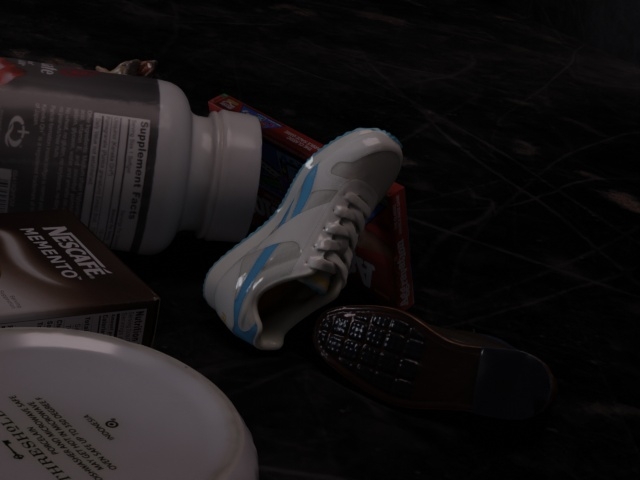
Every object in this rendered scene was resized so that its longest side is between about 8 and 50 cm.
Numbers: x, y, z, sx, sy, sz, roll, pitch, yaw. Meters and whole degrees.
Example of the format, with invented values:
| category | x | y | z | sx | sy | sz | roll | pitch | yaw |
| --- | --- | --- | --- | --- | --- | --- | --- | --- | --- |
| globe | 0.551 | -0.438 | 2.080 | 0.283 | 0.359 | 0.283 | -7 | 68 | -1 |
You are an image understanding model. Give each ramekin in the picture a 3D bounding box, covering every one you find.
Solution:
| category | x | y | z | sx | sy | sz | roll | pitch | yaw |
| --- | --- | --- | --- | --- | --- | --- | --- | --- | --- |
| ramekin | -0.158 | 0.154 | 0.730 | 0.272 | 0.127 | 0.273 | 11 | 21 | -4 |

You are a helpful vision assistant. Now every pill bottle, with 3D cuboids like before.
| category | x | y | z | sx | sy | sz | roll | pitch | yaw |
| --- | --- | --- | --- | --- | --- | --- | --- | --- | --- |
| pill bottle | -0.225 | -0.079 | 1.219 | 0.318 | 0.176 | 0.176 | 7 | 22 | -14 |

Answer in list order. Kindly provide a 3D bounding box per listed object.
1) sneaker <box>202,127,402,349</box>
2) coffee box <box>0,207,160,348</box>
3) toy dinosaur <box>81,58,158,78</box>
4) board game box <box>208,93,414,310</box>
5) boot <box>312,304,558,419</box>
| category | x | y | z | sx | sy | sz | roll | pitch | yaw |
| --- | --- | --- | --- | --- | --- | --- | --- | --- | --- |
| sneaker | 0.000 | 0.000 | 1.120 | 0.087 | 0.229 | 0.092 | 37 | 5 | -46 |
| coffee box | -0.288 | 0.068 | 0.888 | 0.297 | 0.119 | 0.168 | -5 | 27 | -37 |
| toy dinosaur | -0.345 | -0.144 | 1.416 | 0.295 | 0.127 | 0.200 | 3 | 5 | 24 |
| board game box | -0.013 | -0.042 | 1.293 | 0.027 | 0.145 | 0.281 | -32 | 43 | -28 |
| boot | 0.105 | 0.111 | 1.097 | 0.219 | 0.082 | 0.106 | 16 | -2 | 23 |
